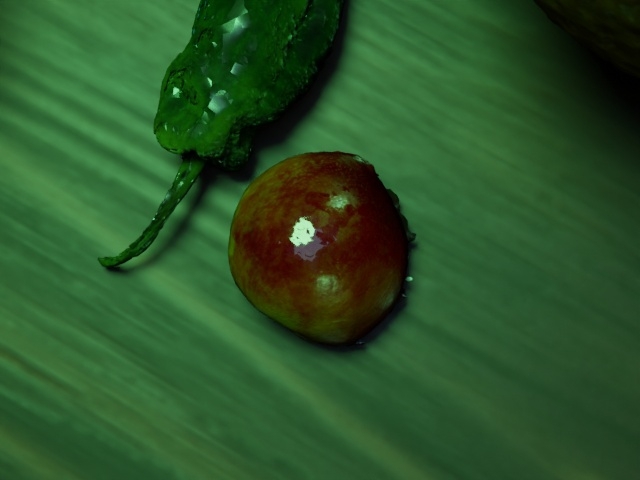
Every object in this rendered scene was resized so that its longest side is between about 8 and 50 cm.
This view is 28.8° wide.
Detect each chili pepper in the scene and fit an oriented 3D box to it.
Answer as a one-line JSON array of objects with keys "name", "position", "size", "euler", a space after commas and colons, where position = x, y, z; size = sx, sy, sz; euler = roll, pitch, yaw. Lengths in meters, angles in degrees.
[{"name": "chili pepper", "position": [-0.049, -0.125, 0.618], "size": [0.122, 0.065, 0.279], "euler": [1, 81, 11]}]

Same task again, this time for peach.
[{"name": "peach", "position": [0.000, 0.001, 0.600], "size": [0.098, 0.061, 0.098], "euler": [-1, 83, 10]}]

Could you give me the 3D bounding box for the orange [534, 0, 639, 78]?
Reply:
[{"name": "orange", "position": [0.228, -0.211, 0.494], "size": [0.357, 0.322, 0.322], "euler": [-10, 82, -4]}]
